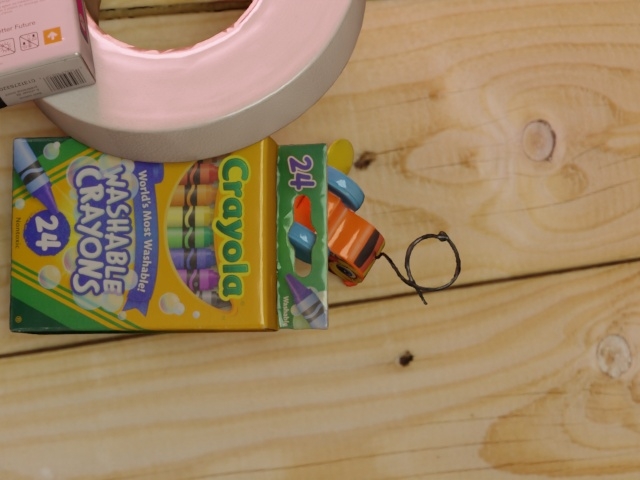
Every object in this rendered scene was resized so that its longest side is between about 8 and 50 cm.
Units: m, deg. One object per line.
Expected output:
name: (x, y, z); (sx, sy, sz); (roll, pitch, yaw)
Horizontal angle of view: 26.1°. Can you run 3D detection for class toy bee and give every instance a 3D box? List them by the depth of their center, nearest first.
toy bee: (0.000, 0.000, 1.538); (0.195, 0.162, 0.298); (-36, 72, -10)

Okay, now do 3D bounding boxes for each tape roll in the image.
tape roll: (-0.145, -0.264, 1.439); (0.392, 0.072, 0.392); (-3, 64, 7)

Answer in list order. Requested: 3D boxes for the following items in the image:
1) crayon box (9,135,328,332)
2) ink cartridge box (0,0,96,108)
crayon box: (-0.156, -0.006, 1.435); (0.323, 0.083, 0.203); (-1, 84, 8)
ink cartridge box: (-0.344, -0.302, 1.414); (0.175, 0.069, 0.371); (-14, 66, 3)
